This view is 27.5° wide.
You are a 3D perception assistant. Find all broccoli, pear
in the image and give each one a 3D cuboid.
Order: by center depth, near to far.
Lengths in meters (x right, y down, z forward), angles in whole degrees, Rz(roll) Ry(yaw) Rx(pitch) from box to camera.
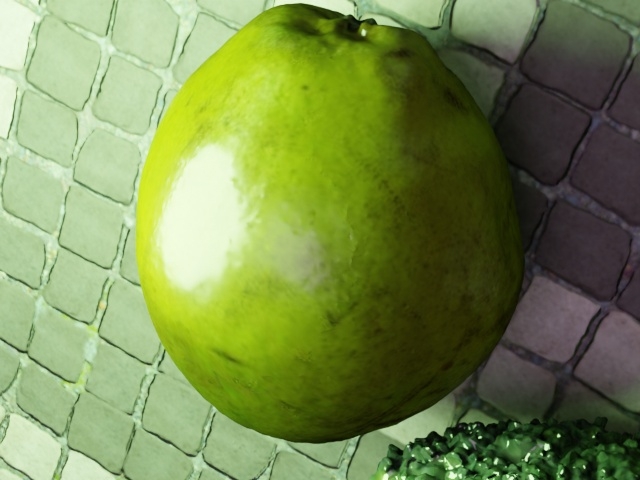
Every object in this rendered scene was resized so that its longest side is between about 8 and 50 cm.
[{"bbox_3d":[0.000,0.000,1.163,0.352,0.352,0.413,17,125,20],"label":"pear"},{"bbox_3d":[0.205,0.303,1.171,0.348,0.293,0.280,9,95,61],"label":"broccoli"}]
